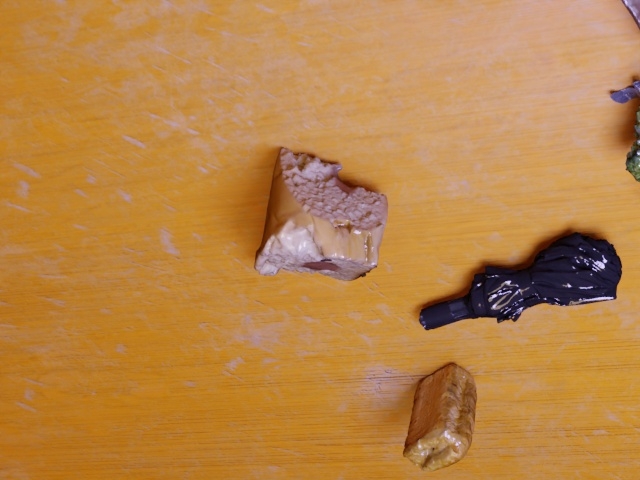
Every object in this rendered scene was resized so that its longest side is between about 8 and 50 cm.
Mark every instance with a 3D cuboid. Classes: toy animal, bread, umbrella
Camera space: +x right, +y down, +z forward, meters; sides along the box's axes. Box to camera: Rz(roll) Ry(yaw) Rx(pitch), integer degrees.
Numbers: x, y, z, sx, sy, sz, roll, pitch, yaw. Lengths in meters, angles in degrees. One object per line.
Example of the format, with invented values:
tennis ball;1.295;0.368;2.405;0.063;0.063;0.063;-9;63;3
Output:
toy animal;0.448;-0.202;1.143;0.084;0.028;0.050;-23;107;23
bread;0.211;0.307;1.431;0.114;0.211;0.083;-34;103;29
umbrella;0.313;0.081;1.332;0.340;0.118;0.118;-22;119;29
bread;-0.002;0.012;1.254;0.183;0.211;0.224;10;121;-7

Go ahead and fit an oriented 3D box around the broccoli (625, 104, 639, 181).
broccoli;0.555;-0.114;1.076;0.287;0.236;0.260;9;161;9

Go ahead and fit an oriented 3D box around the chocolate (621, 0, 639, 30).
chocolate;0.421;-0.353;1.012;0.156;0.080;0.254;-35;116;12
